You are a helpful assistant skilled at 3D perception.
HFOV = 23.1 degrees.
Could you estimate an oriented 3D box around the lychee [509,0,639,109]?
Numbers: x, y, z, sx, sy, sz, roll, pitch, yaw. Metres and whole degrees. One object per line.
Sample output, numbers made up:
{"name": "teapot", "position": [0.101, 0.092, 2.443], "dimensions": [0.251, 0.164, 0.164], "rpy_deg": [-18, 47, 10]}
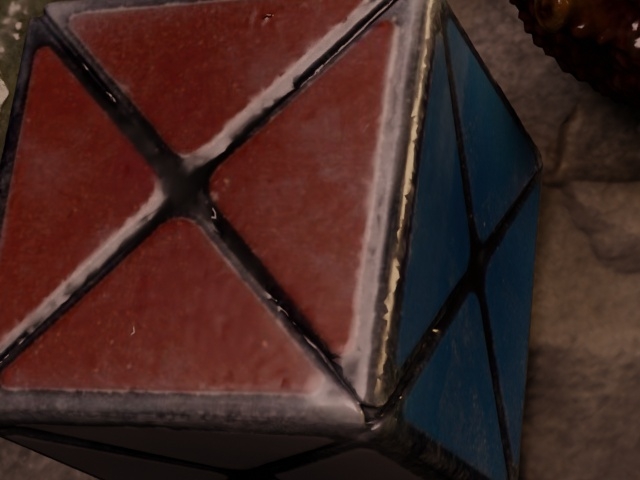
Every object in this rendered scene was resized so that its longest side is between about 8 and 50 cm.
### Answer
{"name": "lychee", "position": [0.234, -0.191, 0.951], "dimensions": [0.271, 0.236, 0.236], "rpy_deg": [-31, 54, -17]}

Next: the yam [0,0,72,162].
{"name": "yam", "position": [-0.216, -0.096, 1.122], "dimensions": [0.161, 0.161, 0.268], "rpy_deg": [8, 66, 26]}

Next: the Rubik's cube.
{"name": "Rubik's cube", "position": [-0.028, 0.019, 0.916], "dimensions": [0.255, 0.260, 0.259], "rpy_deg": [0, 67, 24]}
